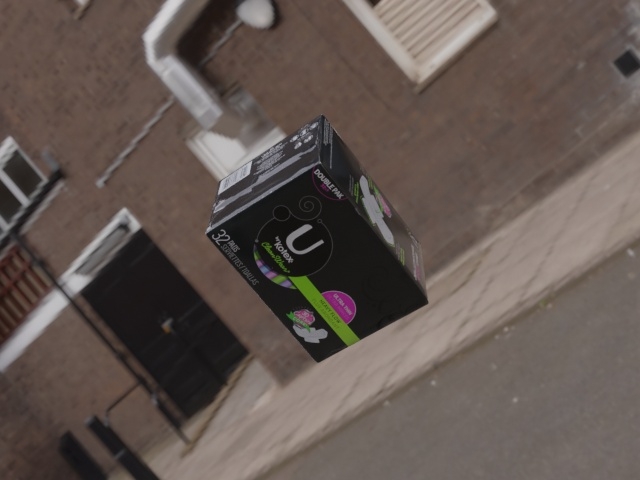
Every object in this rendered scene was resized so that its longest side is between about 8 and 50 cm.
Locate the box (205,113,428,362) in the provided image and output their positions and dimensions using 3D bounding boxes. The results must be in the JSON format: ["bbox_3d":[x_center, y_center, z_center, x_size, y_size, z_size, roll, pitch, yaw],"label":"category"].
[{"bbox_3d":[0.000,0.000,0.436,0.062,0.083,0.052,-31,24,18],"label":"box"}]
